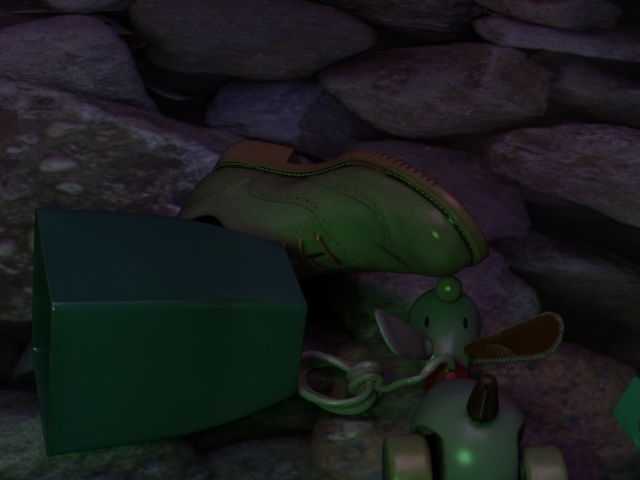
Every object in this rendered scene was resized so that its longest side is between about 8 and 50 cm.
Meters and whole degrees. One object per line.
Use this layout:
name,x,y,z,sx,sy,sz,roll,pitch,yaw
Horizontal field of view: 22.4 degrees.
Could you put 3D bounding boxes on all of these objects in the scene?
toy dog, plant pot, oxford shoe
toy dog,0.121,0.122,1.441,0.220,0.161,0.333,-9,35,-22
plant pot,-0.139,0.078,1.480,0.234,0.165,0.165,-1,32,-14
oxford shoe,0.000,0.000,1.614,0.397,0.140,0.146,8,47,51

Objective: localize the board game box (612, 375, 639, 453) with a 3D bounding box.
board game box,0.379,0.197,1.405,0.210,0.047,0.160,12,28,-25
